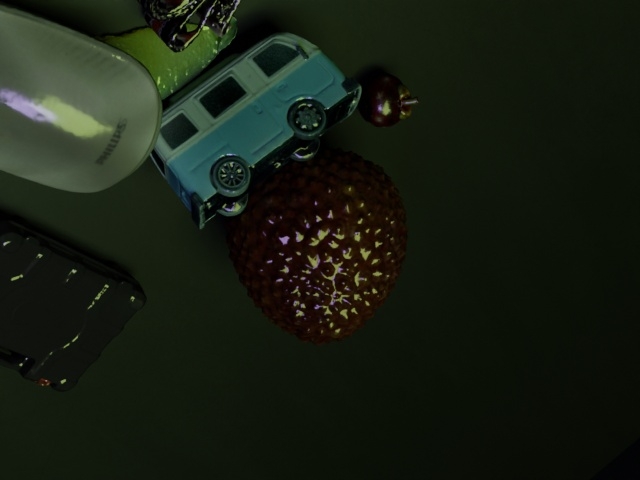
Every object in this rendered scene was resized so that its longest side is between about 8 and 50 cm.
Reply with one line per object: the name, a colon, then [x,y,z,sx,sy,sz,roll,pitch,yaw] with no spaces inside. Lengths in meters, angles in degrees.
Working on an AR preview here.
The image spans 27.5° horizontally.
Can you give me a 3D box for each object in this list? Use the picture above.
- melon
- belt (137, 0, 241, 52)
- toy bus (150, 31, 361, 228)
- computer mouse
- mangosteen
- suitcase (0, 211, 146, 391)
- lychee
melon: [-0.224,-0.235,1.687,0.262,0.053,0.114,-25,119,-22]
belt: [-0.085,-0.388,1.602,0.359,0.094,0.126,-46,137,5]
toy bus: [-0.094,-0.160,1.736,0.271,0.164,0.133,-38,173,-12]
computer mouse: [-0.345,-0.167,1.554,0.331,0.095,0.197,19,108,-28]
mangosteen: [0.094,-0.202,1.912,0.081,0.081,0.081,-20,136,-21]
suitcase: [-0.399,0.091,1.816,0.206,0.066,0.285,-49,139,9]
lychee: [0.000,0.000,1.887,0.276,0.304,0.275,-2,161,-1]
